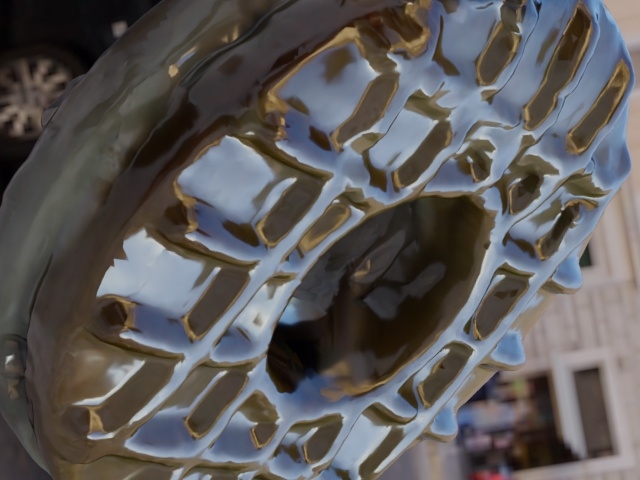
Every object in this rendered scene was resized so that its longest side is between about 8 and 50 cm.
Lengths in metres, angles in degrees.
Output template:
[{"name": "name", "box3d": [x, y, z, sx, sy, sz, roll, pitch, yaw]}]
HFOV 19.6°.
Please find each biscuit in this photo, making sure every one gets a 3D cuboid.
[{"name": "biscuit", "box3d": [0.000, 0.000, 0.826, 0.103, 0.332, 0.332, 47, -13, 33]}]
